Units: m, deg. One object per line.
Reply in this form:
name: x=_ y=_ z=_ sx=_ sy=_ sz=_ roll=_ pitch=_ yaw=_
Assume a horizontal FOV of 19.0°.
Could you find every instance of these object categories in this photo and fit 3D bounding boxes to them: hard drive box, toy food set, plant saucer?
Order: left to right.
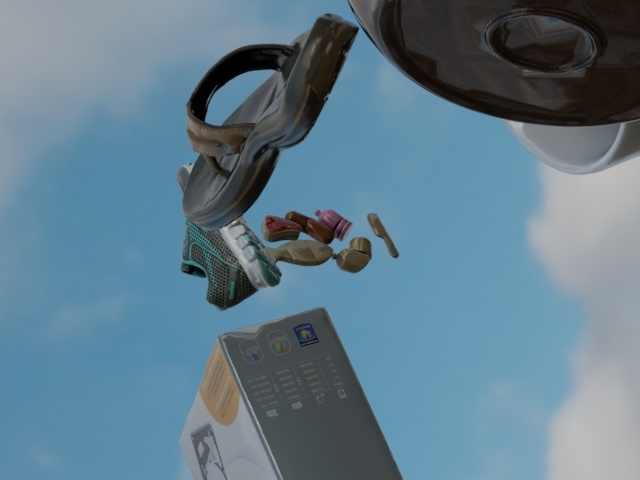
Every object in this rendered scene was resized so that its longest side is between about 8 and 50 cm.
hard drive box: x=-0.010 y=0.196 z=1.399 sx=0.089 sy=0.232 sz=0.181 roll=-15 pitch=-28 yaw=-23
toy food set: x=0.000 y=0.000 z=1.577 sx=0.122 sy=0.078 sz=0.019 roll=2 pitch=-50 yaw=-28
plant saucer: x=0.087 y=-0.086 z=0.733 sx=0.168 sy=0.168 sz=0.029 roll=54 pitch=-138 yaw=-58

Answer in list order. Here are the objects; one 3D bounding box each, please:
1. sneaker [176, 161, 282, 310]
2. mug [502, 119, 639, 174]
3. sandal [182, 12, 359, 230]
sneaker: x=-0.104 y=-0.003 z=1.762 sx=0.076 sy=0.166 sz=0.065 roll=-38 pitch=-38 yaw=7
mug: x=0.309 y=-0.284 z=1.695 sx=0.328 sy=0.276 sz=0.374 roll=-21 pitch=-84 yaw=-21
sandal: x=-0.043 y=-0.073 z=1.080 sx=0.090 sy=0.060 sz=0.219 roll=-69 pitch=12 yaw=-21
